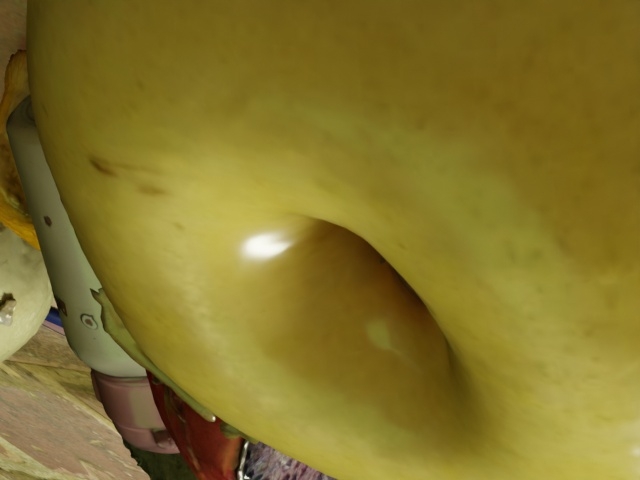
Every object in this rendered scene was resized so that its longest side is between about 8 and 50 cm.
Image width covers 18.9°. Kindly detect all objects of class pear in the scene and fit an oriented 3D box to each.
[{"bbox_3d":[0.074,-0.078,0.500,0.309,0.309,0.309,27,161,10],"label":"pear"}]

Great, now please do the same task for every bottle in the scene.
[{"bbox_3d":[-0.106,0.018,1.142,0.110,0.110,0.233,13,126,41],"label":"bottle"}]

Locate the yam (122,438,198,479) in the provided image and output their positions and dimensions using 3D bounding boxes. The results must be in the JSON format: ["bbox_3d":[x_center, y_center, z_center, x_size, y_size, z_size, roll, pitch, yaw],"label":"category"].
[{"bbox_3d":[0.009,0.191,1.322,0.300,0.195,0.195,49,170,25],"label":"yam"}]

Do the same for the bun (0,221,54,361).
[{"bbox_3d":[-0.326,-0.001,1.504,0.259,0.160,0.259,15,146,11],"label":"bun"}]

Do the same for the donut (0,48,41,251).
[{"bbox_3d":[-0.129,-0.018,1.272,0.259,0.101,0.152,34,167,-24],"label":"donut"}]

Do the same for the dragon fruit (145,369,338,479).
[{"bbox_3d":[-0.032,0.031,1.038,0.148,0.224,0.218,26,144,23],"label":"dragon fruit"}]

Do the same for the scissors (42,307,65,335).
[{"bbox_3d":[-0.265,0.068,1.806,0.113,0.012,0.039,24,160,16],"label":"scissors"}]
